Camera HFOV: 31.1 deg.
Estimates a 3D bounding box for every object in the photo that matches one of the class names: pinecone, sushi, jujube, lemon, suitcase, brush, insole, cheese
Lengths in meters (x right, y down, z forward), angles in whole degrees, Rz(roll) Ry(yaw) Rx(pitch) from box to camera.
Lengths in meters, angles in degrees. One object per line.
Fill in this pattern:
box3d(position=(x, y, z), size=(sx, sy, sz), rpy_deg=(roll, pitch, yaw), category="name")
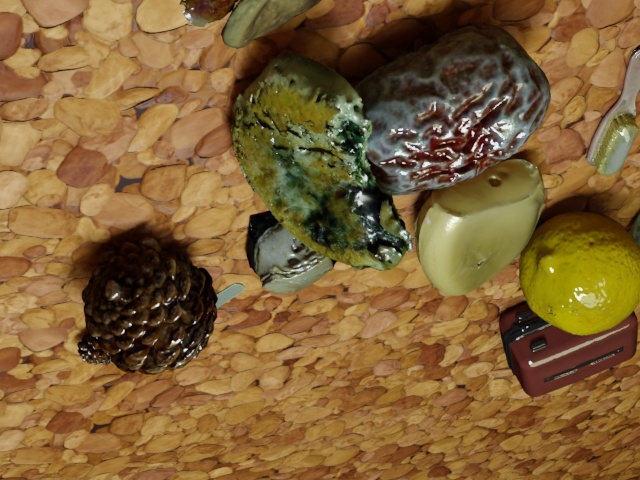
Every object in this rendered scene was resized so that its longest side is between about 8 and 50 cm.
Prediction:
box3d(position=(-0.407, 0.194, 2.119), size=(0.083, 0.077, 0.077), rpy_deg=(-17, 148, 12), category="pinecone")
box3d(position=(0.010, 0.007, 2.046), size=(0.273, 0.109, 0.134), rpy_deg=(-15, 147, -11), category="sushi")
box3d(position=(0.186, -0.195, 1.761), size=(0.317, 0.226, 0.226), rpy_deg=(-27, 147, 1), category="jujube")
box3d(position=(0.522, 0.065, 2.299), size=(0.267, 0.267, 0.267), rpy_deg=(-15, 147, -10), category="lemon")
box3d(position=(0.565, 0.218, 2.621), size=(0.297, 0.161, 0.236), rpy_deg=(-23, 148, 1), category="suitcase")
box3d(position=(0.553, -0.224, 2.066), size=(0.072, 0.067, 0.313), rpy_deg=(-11, 144, -15), category="brush")
box3d(position=(-0.280, 0.121, 1.952), size=(0.224, 0.224, 0.272), rpy_deg=(-27, 151, 9), category="pinecone")
box3d(position=(-0.206, 0.124, 2.191), size=(0.153, 0.002, 0.053), rpy_deg=(-33, 145, 17), category="insole")
box3d(position=(0.291, -0.007, 2.172), size=(0.260, 0.128, 0.316), rpy_deg=(-15, 149, -14), category="cheese")

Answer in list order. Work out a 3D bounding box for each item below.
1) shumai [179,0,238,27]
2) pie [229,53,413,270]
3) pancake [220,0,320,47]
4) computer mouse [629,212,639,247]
box3d(position=(-0.133, -0.363, 1.401), size=(0.161, 0.153, 0.209), rpy_deg=(-34, 149, 31), category="shumai")
box3d(position=(-0.008, -0.110, 1.725), size=(0.078, 0.296, 0.371), rpy_deg=(-44, 122, -32), category="pie")
box3d(position=(-0.026, -0.327, 1.482), size=(0.242, 0.050, 0.242), rpy_deg=(-41, -178, 2), category="pancake")
box3d(position=(0.740, -0.039, 2.348), size=(0.097, 0.159, 0.288), rpy_deg=(-4, 141, -22), category="computer mouse")
